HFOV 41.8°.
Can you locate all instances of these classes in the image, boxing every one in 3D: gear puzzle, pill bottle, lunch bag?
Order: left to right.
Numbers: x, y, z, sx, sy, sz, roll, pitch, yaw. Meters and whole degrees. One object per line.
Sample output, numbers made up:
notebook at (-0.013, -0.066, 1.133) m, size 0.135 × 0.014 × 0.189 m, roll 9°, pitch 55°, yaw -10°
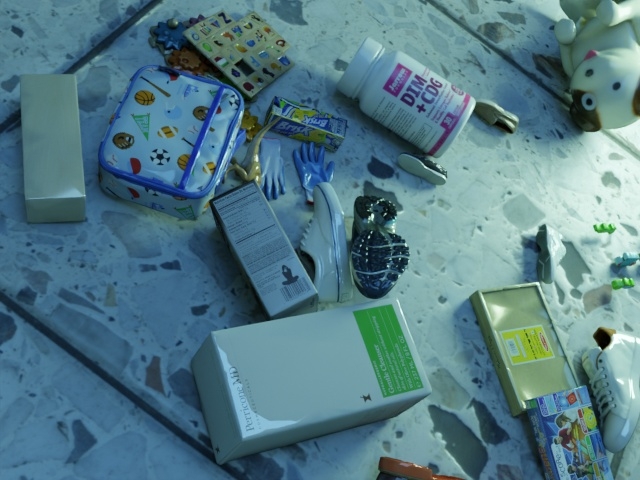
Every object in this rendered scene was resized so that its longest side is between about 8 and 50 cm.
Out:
lunch bag at (-0.275, -0.197, 1.604) m, size 0.243 × 0.115 × 0.303 m, roll 17°, pitch 57°, yaw -2°
gear puzzle at (-0.227, -0.346, 1.774) m, size 0.175 × 0.044 × 0.339 m, roll -18°, pitch 70°, yaw -31°
pill bottle at (0.187, -0.322, 1.871) m, size 0.283 × 0.160 × 0.160 m, roll 32°, pitch 54°, yaw -3°

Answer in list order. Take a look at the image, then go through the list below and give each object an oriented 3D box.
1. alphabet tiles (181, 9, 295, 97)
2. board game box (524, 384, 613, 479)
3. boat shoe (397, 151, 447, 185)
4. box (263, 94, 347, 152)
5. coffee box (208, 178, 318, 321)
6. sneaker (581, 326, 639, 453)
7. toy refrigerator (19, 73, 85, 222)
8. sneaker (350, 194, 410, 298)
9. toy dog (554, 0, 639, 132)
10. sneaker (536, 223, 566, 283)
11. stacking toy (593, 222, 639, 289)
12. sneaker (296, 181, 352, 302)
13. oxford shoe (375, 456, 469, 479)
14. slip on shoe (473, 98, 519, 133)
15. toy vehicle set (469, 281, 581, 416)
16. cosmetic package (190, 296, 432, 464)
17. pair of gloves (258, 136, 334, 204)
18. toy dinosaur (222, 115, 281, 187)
alphabet tiles at (-0.165, -0.426, 1.839) m, size 0.198 × 0.009 × 0.237 m, roll 43°, pitch 42°, yaw -1°
board game box at (0.486, 0.396, 1.634) m, size 0.136 × 0.035 × 0.201 m, roll -7°, pitch 77°, yaw -27°
boat shoe at (0.230, -0.167, 1.870) m, size 0.125 × 0.046 × 0.038 m, roll 25°, pitch 55°, yaw -12°
box at (-0.032, -0.249, 1.794) m, size 0.168 × 0.059 × 0.054 m, roll 18°, pitch 55°, yaw -13°
coffee box at (-0.103, 0.031, 1.539) m, size 0.098 × 0.141 × 0.247 m, roll -27°, pitch 73°, yaw -10°
sneaker at (0.588, 0.302, 1.729) m, size 0.123 × 0.106 × 0.290 m, roll 23°, pitch 47°, yaw 2°
toy refrigerator at (-0.490, -0.168, 1.529) m, size 0.102 × 0.094 × 0.270 m, roll -4°, pitch 63°, yaw -18°
sneaker at (0.108, 0.034, 1.613) m, size 0.110 × 0.122 × 0.283 m, roll 8°, pitch 35°, yaw -1°
toy dog at (0.758, -0.460, 2.170) m, size 0.395 × 0.284 × 0.408 m, roll 55°, pitch 44°, yaw -33°
sneaker at (0.522, 0.033, 1.877) m, size 0.061 × 0.054 × 0.152 m, roll 20°, pitch 55°, yaw -15°
stacking toy at (0.752, 0.045, 1.976) m, size 0.221 × 0.052 × 0.167 m, roll 3°, pitch 59°, yaw -20°
sneaker at (0.000, 0.000, 1.638) m, size 0.091 × 0.094 × 0.258 m, roll -4°, pitch 62°, yaw -11°
oxford shoe at (0.219, 0.464, 1.482) m, size 0.271 × 0.097 × 0.098 m, roll 18°, pitch 76°, yaw -8°
slip on shoe at (0.418, -0.300, 2.032) m, size 0.135 × 0.051 × 0.041 m, roll 24°, pitch 66°, yaw -16°
toy vehicle set at (0.426, 0.219, 1.735) m, size 0.165 × 0.035 × 0.267 m, roll -4°, pitch 64°, yaw -26°
cosmetic package at (-0.018, 0.239, 1.457) m, size 0.365 × 0.155 × 0.197 m, roll -9°, pitch 67°, yaw -29°
pair of gloves at (-0.061, -0.146, 1.745) m, size 0.198 × 0.023 × 0.159 m, roll 9°, pitch 58°, yaw -20°
toy dinosaur at (-0.143, -0.146, 1.674) m, size 0.112 × 0.064 × 0.212 m, roll 2°, pitch 90°, yaw -17°
